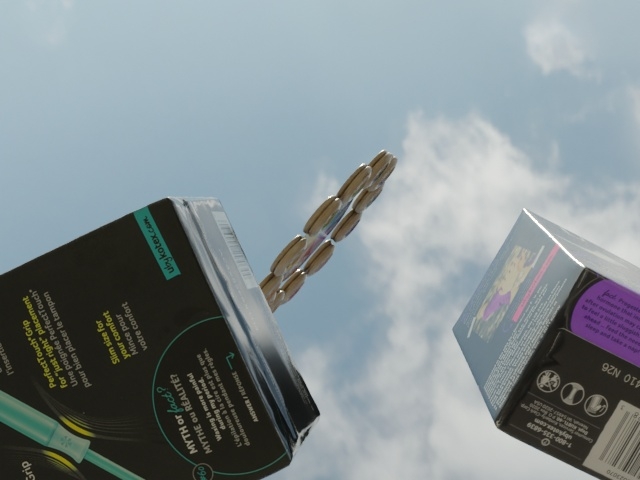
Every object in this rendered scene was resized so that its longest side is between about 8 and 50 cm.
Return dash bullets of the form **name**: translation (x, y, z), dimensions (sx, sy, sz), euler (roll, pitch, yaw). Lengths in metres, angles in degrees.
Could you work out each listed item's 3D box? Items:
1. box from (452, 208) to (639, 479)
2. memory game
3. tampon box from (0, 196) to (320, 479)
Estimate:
- **box**: translation (0.228, 0.089, 1.056), dimensions (0.165, 0.270, 0.143), euler (28, -80, -5)
- **memory game**: translation (0.000, 0.000, 1.010), dimensions (0.012, 0.186, 0.186), euler (40, -101, 7)
- **tampon box**: translation (-0.101, 0.066, 0.544), dimensions (0.161, 0.101, 0.120), euler (-25, -92, 7)
